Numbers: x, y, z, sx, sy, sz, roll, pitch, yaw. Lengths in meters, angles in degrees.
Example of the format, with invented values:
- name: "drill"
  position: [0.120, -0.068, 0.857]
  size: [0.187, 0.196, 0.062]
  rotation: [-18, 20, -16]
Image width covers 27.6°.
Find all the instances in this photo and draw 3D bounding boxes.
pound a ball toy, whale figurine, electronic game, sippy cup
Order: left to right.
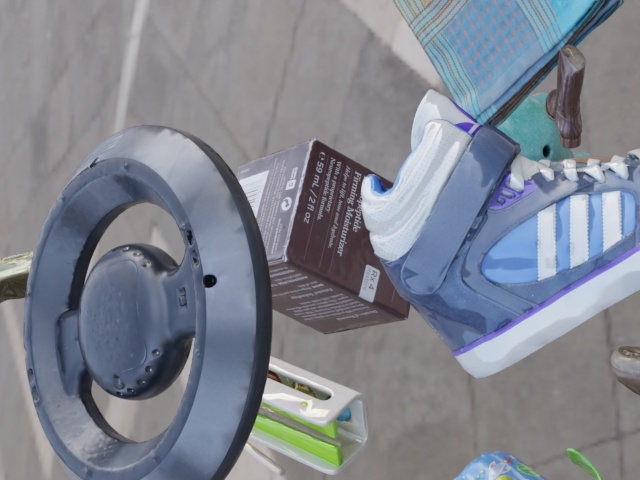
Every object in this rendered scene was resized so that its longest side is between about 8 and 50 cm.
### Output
- name: "electronic game"
  position: [-0.106, 0.047, 0.756]
  size: [0.229, 0.048, 0.229]
  rotation: [-4, 84, 47]
- name: "pound a ball toy"
  position: [-0.061, 0.316, 2.345]
  size: [0.319, 0.136, 0.208]
  rotation: [18, 132, 36]
- name: "sippy cup"
  position: [0.350, 0.505, 2.337]
  size: [0.224, 0.305, 0.240]
  rotation: [45, 135, 44]
- name: "whale figurine"
  position: [0.331, -0.121, 1.983]
  size: [0.141, 0.272, 0.216]
  rotation: [7, 78, 56]

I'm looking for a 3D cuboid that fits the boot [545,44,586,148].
- name: "boot"
  position: [0.267, -0.174, 1.417]
  size: [0.106, 0.037, 0.114]
  rotation: [-99, -1, -50]

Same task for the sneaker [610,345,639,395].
- name: "sneaker"
  position: [0.303, 0.134, 1.024]
  size: [0.066, 0.188, 0.071]
  rotation: [26, 101, 65]

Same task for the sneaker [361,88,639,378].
- name: "sneaker"
  position: [0.192, -0.055, 1.119]
  size: [0.236, 0.323, 0.130]
  rotation: [56, -170, 1]

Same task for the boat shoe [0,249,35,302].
- name: "boat shoe"
  position: [-0.391, 0.044, 1.545]
  size: [0.048, 0.153, 0.056]
  rotation: [-88, -22, -43]

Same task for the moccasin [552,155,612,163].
- name: "moccasin"
  position: [0.286, -0.024, 1.800]
  size: [0.147, 0.380, 0.139]
  rotation: [-158, 57, -64]

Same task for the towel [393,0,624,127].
- name: "towel"
  position: [0.165, -0.340, 1.510]
  size: [0.370, 0.040, 0.271]
  rotation: [60, 140, 16]

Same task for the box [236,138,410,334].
- name: "box"
  position: [0.000, 0.000, 1.644]
  size: [0.167, 0.203, 0.168]
  rotation: [-16, 55, 51]

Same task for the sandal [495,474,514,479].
- name: "sandal"
  position: [0.194, 0.393, 1.641]
  size: [0.138, 0.317, 0.126]
  rotation: [-36, 76, 13]
